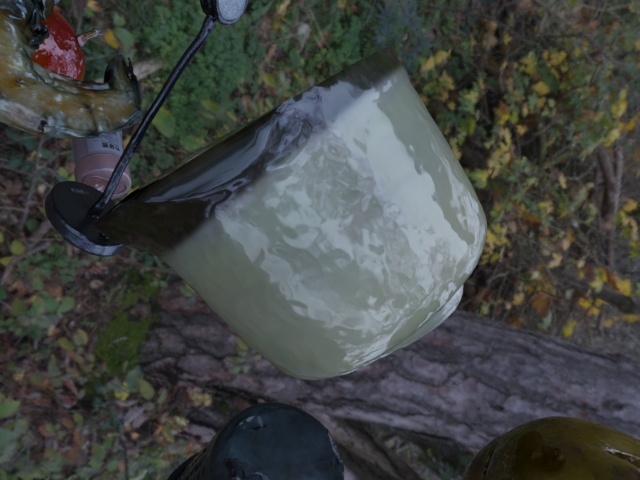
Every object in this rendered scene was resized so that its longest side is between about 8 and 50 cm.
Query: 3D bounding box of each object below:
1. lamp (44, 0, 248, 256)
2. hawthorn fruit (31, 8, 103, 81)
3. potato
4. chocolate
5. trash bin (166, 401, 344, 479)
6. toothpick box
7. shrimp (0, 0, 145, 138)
[{"bbox_3d":[-0.216,-0.167,0.686,0.371,0.108,0.130,-66,160,12],"label":"lamp"},{"bbox_3d":[-0.446,-0.285,0.893,0.225,0.197,0.197,-21,149,-8],"label":"hawthorn fruit"},{"bbox_3d":[0.250,0.277,0.595,0.369,0.195,0.177,85,-10,-66],"label":"potato"},{"bbox_3d":[0.000,0.000,0.606,0.326,0.297,0.314,-27,-171,6],"label":"chocolate"},{"bbox_3d":[-0.059,0.242,0.535,0.175,0.175,0.161,-44,167,-48],"label":"trash bin"},{"bbox_3d":[-0.420,-0.163,1.101,0.098,0.149,0.098,-15,152,-8],"label":"toothpick box"},{"bbox_3d":[-0.330,-0.236,0.724,0.071,0.233,0.365,-52,-149,28],"label":"shrimp"}]
